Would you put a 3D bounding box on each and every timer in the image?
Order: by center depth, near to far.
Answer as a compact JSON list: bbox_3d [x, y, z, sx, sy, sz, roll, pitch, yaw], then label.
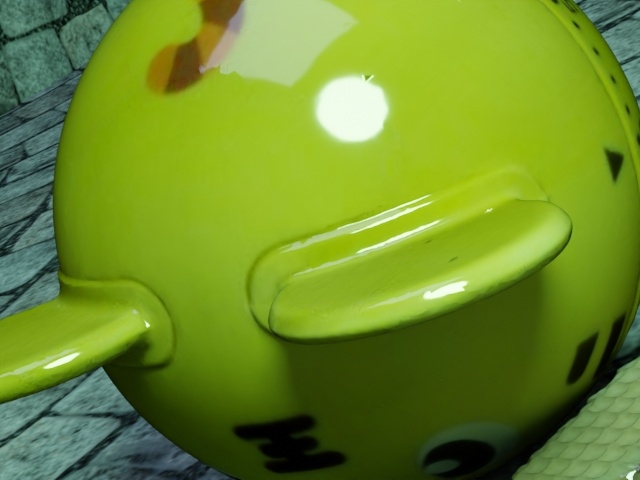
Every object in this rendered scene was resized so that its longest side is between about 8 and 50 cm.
[{"bbox_3d":[0.000,0.000,0.998,0.376,0.376,0.387,-15,15,30],"label":"timer"}]

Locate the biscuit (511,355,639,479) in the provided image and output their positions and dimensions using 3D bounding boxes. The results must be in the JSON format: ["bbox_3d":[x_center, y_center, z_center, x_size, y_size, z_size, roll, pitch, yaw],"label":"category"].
[{"bbox_3d":[0.102,0.157,0.879,0.379,0.054,0.094,-37,20,-33],"label":"biscuit"}]
